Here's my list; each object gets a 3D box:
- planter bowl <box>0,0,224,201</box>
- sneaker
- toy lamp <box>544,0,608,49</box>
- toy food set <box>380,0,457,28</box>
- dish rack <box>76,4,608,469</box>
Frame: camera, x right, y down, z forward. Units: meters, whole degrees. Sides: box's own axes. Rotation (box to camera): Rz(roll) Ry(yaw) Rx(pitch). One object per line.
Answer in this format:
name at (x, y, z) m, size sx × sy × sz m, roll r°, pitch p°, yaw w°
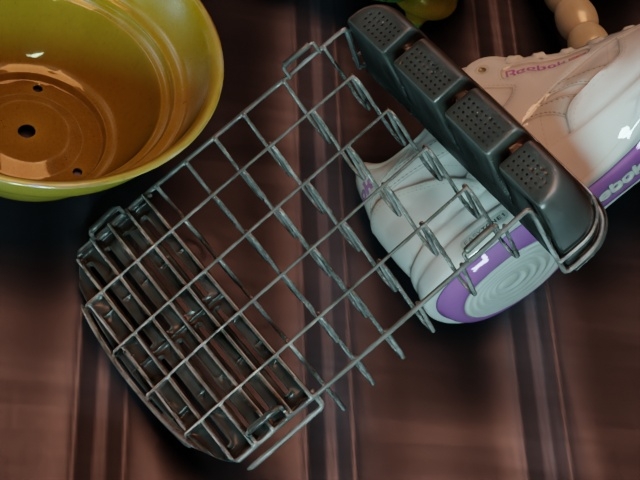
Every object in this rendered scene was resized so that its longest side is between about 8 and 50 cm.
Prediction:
planter bowl at (-0.173, -0.090, 1.068) m, size 0.217 × 0.090 × 0.217 m, roll 9°, pitch 51°, yaw -11°
sneaker at (0.155, -0.088, 1.098) m, size 0.305 × 0.114 × 0.152 m, roll -36°, pitch 58°, yaw -4°
toy lamp at (0.175, -0.171, 1.244) m, size 0.080 × 0.080 × 0.274 m, roll -8°, pitch 56°, yaw -22°
toy food set at (0.011, -0.205, 1.237) m, size 0.218 × 0.071 × 0.128 m, roll 24°, pitch 26°, yaw 0°
dish rack at (0.000, 0.000, 1.017) m, size 0.271 × 0.074 × 0.208 m, roll -40°, pitch 55°, yaw -2°
